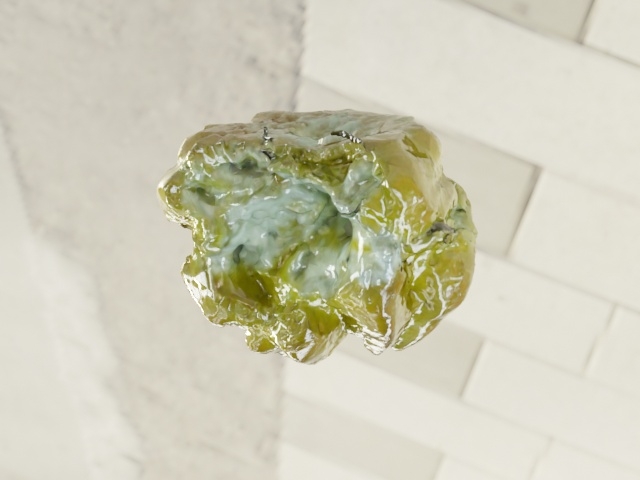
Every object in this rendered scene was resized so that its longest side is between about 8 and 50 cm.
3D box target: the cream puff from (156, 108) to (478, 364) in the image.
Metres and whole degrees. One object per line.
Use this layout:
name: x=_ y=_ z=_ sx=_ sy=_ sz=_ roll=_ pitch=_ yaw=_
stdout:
cream puff: x=0.002 y=-0.002 z=1.373 sx=0.221 sy=0.194 sz=0.195 roll=7 pitch=153 yaw=28
